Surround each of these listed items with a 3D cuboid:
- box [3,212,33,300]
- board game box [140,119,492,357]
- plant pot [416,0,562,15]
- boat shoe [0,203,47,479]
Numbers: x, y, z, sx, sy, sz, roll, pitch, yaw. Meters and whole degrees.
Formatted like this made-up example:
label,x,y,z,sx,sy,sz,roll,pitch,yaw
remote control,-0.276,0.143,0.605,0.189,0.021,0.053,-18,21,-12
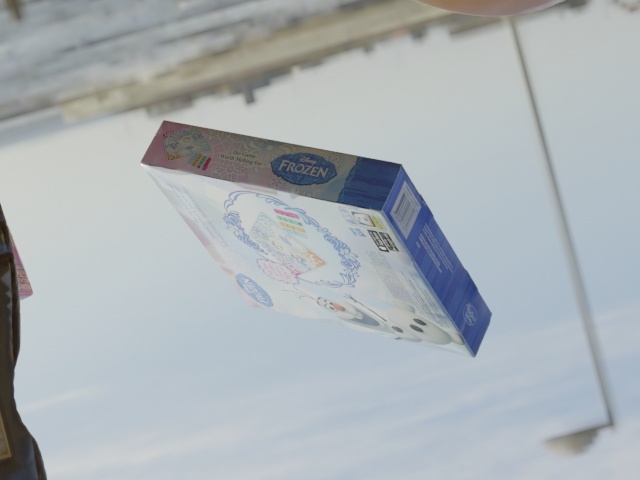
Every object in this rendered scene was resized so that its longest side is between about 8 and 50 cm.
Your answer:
label,x,y,z,sx,sy,sz,roll,pitch,yaw
box,-0.352,0.004,1.459,0.154,0.142,0.300,-25,171,12
board game box,0.000,0.000,0.635,0.090,0.020,0.090,11,153,30
plant pot,0.095,-0.221,0.804,0.205,0.205,0.188,-18,171,-32
boat shoe,-0.213,0.067,1.038,0.095,0.257,0.095,-15,168,23
